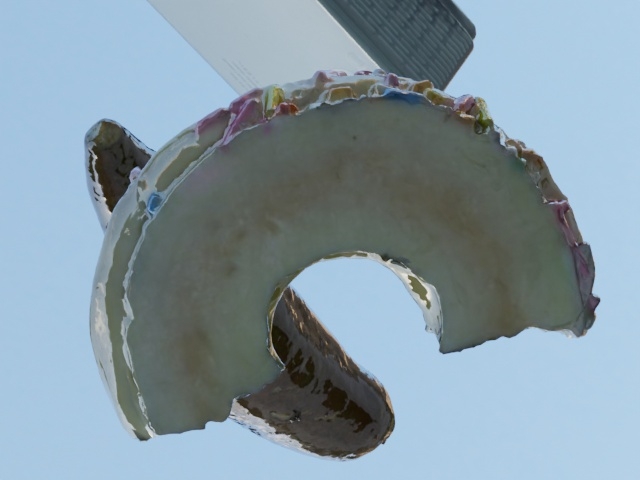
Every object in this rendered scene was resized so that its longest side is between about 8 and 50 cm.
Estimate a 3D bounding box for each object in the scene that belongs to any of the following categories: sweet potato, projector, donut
[{"bbox_3d":[-0.050,0.036,0.945,0.243,0.077,0.077,46,-112,-39],"label":"sweet potato"},{"bbox_3d":[-0.032,-0.193,1.420,0.257,0.192,0.099,45,-118,-18],"label":"projector"},{"bbox_3d":[0.002,-0.005,0.651,0.166,0.065,0.108,-12,-74,-2],"label":"donut"}]
